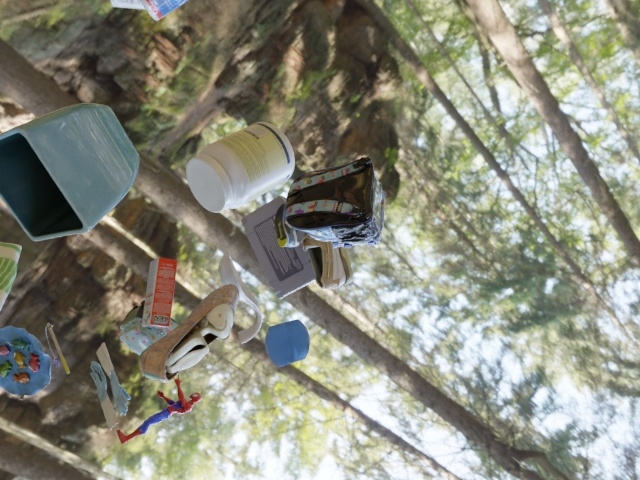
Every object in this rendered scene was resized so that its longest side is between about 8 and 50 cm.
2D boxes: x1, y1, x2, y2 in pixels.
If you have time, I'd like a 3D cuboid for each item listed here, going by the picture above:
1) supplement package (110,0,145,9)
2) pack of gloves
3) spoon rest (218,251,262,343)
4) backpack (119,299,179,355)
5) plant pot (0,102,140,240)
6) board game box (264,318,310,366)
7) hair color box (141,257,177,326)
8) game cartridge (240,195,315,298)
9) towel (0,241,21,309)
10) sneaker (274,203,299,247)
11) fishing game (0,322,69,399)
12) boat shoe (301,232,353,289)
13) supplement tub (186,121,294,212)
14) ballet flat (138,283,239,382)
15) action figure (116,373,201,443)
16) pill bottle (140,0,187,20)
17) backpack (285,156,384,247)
[{"bbox_3d":[-0.499,-0.717,1.584,0.105,0.105,0.179,153,-62,-79],"label":"supplement package"},{"bbox_3d":[-0.661,0.462,1.916,0.195,0.046,0.232,-46,-116,44],"label":"pack of gloves"},{"bbox_3d":[-0.222,0.155,1.694,0.084,0.276,0.137,-16,-152,-9],"label":"spoon rest"},{"bbox_3d":[-0.562,0.312,2.022,0.166,0.188,0.144,-29,-148,42],"label":"backpack"},{"bbox_3d":[-0.562,-0.176,1.357,0.248,0.247,0.252,-6,-150,38],"label":"plant pot"},{"bbox_3d":[-0.113,0.331,1.950,0.033,0.169,0.133,-15,-94,55],"label":"board game box"},{"bbox_3d":[-0.403,0.133,1.512,0.093,0.054,0.167,-18,-116,60],"label":"hair color box"},{"bbox_3d":[-0.116,0.016,1.936,0.196,0.294,0.060,-29,172,23],"label":"game cartridge"},{"bbox_3d":[-0.534,0.066,0.755,0.325,0.248,0.038,-117,-139,-62],"label":"towel"},{"bbox_3d":[-0.095,-0.039,1.743,0.053,0.059,0.144,-42,-133,45],"label":"sneaker"},{"bbox_3d":[-0.747,0.301,1.470,0.264,0.189,0.041,-10,-169,11],"label":"fishing game"},{"bbox_3d":[0.000,0.000,1.818,0.103,0.302,0.113,-18,172,-27],"label":"boat shoe"},{"bbox_3d":[-0.274,-0.253,2.085,0.236,0.235,0.325,-5,-157,49],"label":"supplement tub"},{"bbox_3d":[-0.282,0.226,1.438,0.106,0.107,0.316,17,-132,39],"label":"ballet flat"},{"bbox_3d":[-0.528,0.534,1.956,0.281,0.139,0.091,-19,174,-28],"label":"action figure"},{"bbox_3d":[-0.317,-0.607,1.357,0.222,0.124,0.124,-33,-147,2],"label":"pill bottle"},{"bbox_3d":[0.026,-0.063,1.148,0.174,0.117,0.158,-8,-124,17],"label":"backpack"}]
